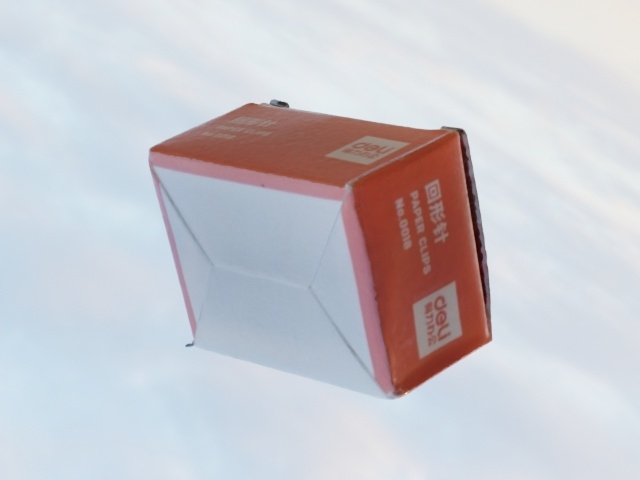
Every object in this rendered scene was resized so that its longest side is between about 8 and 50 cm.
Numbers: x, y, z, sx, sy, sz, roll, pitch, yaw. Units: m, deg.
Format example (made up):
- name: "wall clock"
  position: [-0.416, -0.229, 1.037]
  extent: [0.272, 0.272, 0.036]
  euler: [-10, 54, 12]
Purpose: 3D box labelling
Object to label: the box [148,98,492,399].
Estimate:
- name: "box"
  position: [0.000, 0.000, 0.975]
  extent: [0.099, 0.133, 0.182]
  euler: [-26, -156, -36]
